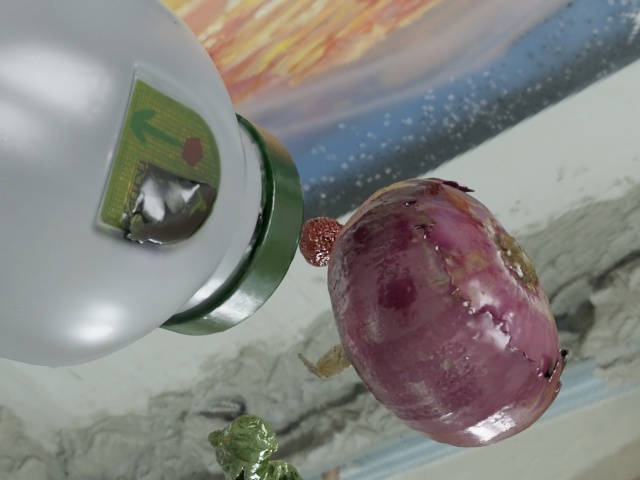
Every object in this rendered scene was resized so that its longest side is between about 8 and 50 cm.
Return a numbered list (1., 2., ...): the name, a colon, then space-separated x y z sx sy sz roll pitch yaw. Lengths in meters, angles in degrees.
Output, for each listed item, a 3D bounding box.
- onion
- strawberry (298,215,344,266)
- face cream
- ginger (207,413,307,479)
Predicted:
1. onion: 0.146 0.110 1.183 0.345 0.358 0.358 -52 -149 4
2. strawberry: 0.000 0.000 1.438 0.083 0.083 0.096 -27 172 27
3. face cream: -0.195 -0.058 0.727 0.219 0.357 0.313 4 -103 34
4. ginger: -0.094 0.388 1.529 0.137 0.290 0.089 1 -140 35
